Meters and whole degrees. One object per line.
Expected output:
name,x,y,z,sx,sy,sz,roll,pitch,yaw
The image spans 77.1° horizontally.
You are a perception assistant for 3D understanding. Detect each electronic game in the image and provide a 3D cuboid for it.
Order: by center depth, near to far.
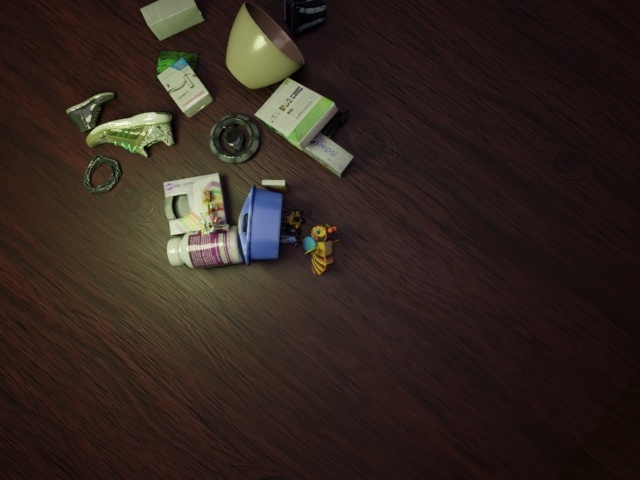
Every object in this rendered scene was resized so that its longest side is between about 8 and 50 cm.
electronic game,-0.388,-0.459,1.811,0.230,0.048,0.229,0,85,3

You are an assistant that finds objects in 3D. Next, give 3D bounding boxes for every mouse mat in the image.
mouse mat,-0.666,-0.805,1.862,0.190,0.007,0.152,6,87,3

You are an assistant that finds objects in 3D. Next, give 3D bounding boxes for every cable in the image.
cable,-0.997,-0.292,1.831,0.151,0.047,0.184,27,86,-2

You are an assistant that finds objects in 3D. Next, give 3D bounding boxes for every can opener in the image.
can opener,0.062,-0.513,1.763,0.059,0.073,0.186,36,58,2

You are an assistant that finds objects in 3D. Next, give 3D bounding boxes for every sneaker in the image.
sneaker,-0.841,-0.449,1.791,0.411,0.158,0.181,-13,104,6
sneaker,-1.021,-0.585,1.837,0.222,0.083,0.118,-30,105,-7

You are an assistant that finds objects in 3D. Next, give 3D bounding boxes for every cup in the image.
cup,-0.265,-0.795,1.719,0.237,0.331,0.331,-39,86,26

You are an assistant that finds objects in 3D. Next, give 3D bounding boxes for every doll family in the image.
doll family,-0.117,-0.058,1.771,0.112,0.076,0.192,4,92,-2

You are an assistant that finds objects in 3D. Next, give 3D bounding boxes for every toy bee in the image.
toy bee,0.000,0.000,1.696,0.195,0.162,0.298,-46,117,-38

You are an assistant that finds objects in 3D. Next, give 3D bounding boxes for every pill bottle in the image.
pill bottle,-0.487,0.034,1.728,0.302,0.169,0.169,-8,87,1

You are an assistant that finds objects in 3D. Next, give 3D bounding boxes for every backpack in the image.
backpack,-0.065,-1.022,1.783,0.174,0.158,0.116,-21,68,-12

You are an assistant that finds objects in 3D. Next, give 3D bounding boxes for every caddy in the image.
caddy,-0.256,-0.062,1.689,0.180,0.241,0.340,4,86,-7

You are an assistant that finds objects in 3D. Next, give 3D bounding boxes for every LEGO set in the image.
LEGO set,-0.438,-0.105,1.665,0.107,0.287,0.132,-6,123,-11

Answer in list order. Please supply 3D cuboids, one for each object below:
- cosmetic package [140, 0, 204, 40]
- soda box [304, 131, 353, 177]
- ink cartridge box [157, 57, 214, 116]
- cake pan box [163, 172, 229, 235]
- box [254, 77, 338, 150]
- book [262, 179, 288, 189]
cosmetic package,-0.663,-1.020,1.814,0.238,0.127,0.107,-27,87,-1
soda box,0.006,-0.405,1.773,0.286,0.091,0.098,36,87,4
ink cartridge box,-0.604,-0.686,1.809,0.148,0.086,0.203,-37,89,1
cake pan box,-0.556,-0.158,1.793,0.267,0.070,0.245,-8,84,2
box,-0.110,-0.551,1.732,0.232,0.058,0.322,-49,56,-1
book,-0.194,-0.236,1.744,0.097,0.144,0.035,2,87,2
